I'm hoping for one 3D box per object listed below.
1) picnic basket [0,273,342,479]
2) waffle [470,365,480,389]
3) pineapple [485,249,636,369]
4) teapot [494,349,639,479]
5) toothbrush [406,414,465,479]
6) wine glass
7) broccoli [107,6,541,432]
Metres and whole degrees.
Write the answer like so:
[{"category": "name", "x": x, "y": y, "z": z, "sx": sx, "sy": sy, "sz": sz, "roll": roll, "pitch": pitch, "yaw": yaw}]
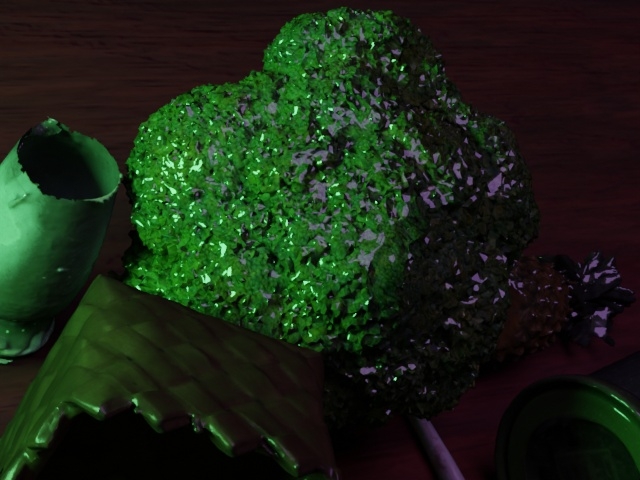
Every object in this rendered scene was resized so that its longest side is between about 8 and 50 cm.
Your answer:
[{"category": "picnic basket", "x": -0.127, "y": 0.225, "z": 1.259, "sx": 0.254, "sy": 0.291, "sz": 0.321, "roll": 19, "pitch": 33, "yaw": -18}, {"category": "waffle", "x": 0.058, "y": 0.044, "z": 1.651, "sx": 0.210, "sy": 0.055, "sz": 0.160, "roll": 10, "pitch": 62, "yaw": 12}, {"category": "pineapple", "x": 0.232, "y": 0.063, "z": 1.780, "sx": 0.251, "sy": 0.125, "sz": 0.125, "roll": -8, "pitch": 58, "yaw": -49}, {"category": "teapot", "x": 0.355, "y": 0.208, "z": 1.675, "sx": 0.337, "sy": 0.200, "sz": 0.270, "roll": -18, "pitch": 90, "yaw": -43}, {"category": "toothbrush", "x": 0.088, "y": 0.166, "z": 1.644, "sx": 0.029, "sy": 0.025, "sz": 0.307, "roll": -12, "pitch": 60, "yaw": -30}, {"category": "wine glass", "x": -0.238, "y": 0.002, "z": 1.450, "sx": 0.111, "sy": 0.204, "sz": 0.111, "roll": 17, "pitch": 41, "yaw": -15}, {"category": "broccoli", "x": 0.008, "y": 0.003, "z": 1.481, "sx": 0.321, "sy": 0.310, "sz": 0.413, "roll": 21, "pitch": 85, "yaw": 16}]
